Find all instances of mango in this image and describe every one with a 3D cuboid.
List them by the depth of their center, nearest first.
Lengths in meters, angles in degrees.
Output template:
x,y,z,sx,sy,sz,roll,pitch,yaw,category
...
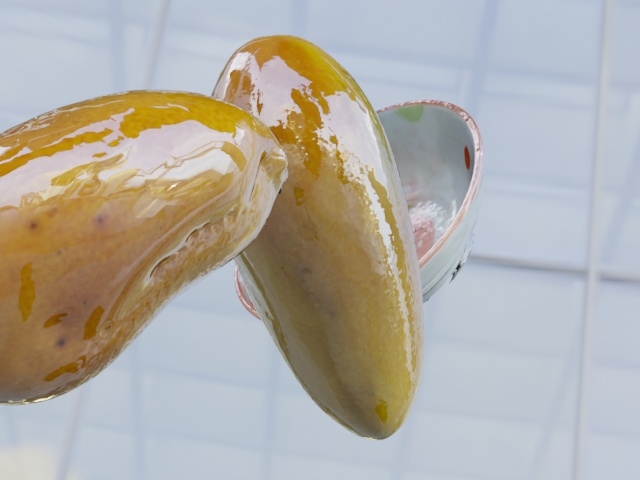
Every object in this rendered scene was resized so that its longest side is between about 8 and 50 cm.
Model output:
x,y,z,sx,sy,sz,roll,pitch,yaw,category
-0.083,-0.010,0.703,0.084,0.159,0.105,38,-35,17,mango
0.000,0.000,1.173,0.113,0.253,0.138,-17,5,-5,mango

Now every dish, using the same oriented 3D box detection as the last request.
x,y,z,sx,sy,sz,roll,pitch,yaw,category
0.053,-0.002,1.737,0.260,0.260,0.085,-17,-51,34,dish
